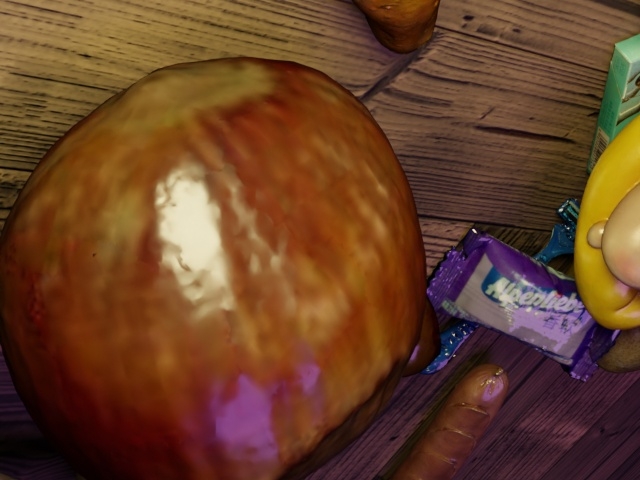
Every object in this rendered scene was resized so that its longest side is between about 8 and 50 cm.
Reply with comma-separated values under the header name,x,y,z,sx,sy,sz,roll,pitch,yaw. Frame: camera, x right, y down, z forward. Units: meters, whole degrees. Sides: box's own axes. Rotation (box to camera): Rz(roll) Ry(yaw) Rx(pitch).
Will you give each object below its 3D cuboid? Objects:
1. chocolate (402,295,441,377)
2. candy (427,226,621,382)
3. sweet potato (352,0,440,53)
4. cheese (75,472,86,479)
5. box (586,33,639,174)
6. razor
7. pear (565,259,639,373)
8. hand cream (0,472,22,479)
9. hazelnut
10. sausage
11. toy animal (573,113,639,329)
name,x,y,z,sx,sy,sz,roll,pitch,yaw
chocolate,0.078,0.113,1.702,0.133,0.127,0.124,-13,115,-7
candy,0.271,0.085,1.761,0.275,0.070,0.145,25,120,-12
sweet potato,0.061,-0.257,1.172,0.112,0.112,0.359,-25,150,-13
cheese,-0.167,0.281,1.635,0.248,0.174,0.251,-46,151,19
box,0.416,-0.176,1.652,0.162,0.041,0.229,-23,147,-16
razor,0.251,0.074,1.837,0.324,0.093,0.056,-43,-177,21
pear,0.441,0.073,1.865,0.228,0.188,0.211,-17,157,-35
hand cream,-0.329,0.296,1.493,0.312,0.070,0.111,24,134,-29
hazelnut,-0.093,0.033,1.223,0.420,0.352,0.421,-6,104,-26
sausage,0.182,0.330,2.087,0.087,0.088,0.433,-4,138,-38
toy animal,0.461,0.031,1.611,0.345,0.247,0.278,33,101,-29
